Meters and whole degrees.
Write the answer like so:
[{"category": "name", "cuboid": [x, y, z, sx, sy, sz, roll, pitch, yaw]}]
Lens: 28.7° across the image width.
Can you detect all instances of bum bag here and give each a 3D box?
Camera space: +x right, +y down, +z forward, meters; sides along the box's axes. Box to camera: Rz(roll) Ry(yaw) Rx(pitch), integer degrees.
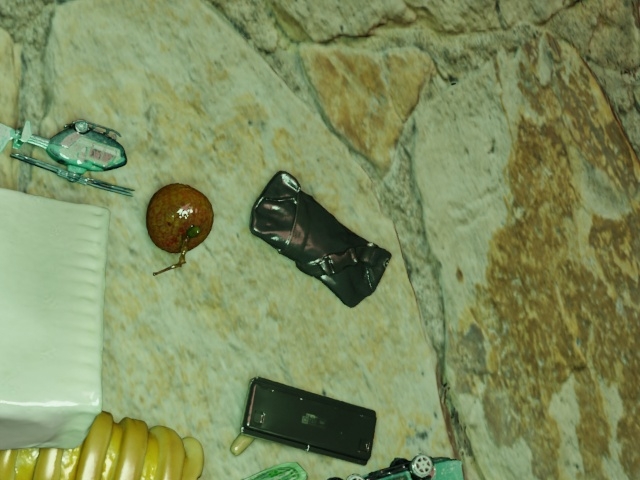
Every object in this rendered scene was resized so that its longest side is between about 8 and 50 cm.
[{"category": "bum bag", "cuboid": [0.000, 0.000, 1.983, 0.248, 0.060, 0.123, 34, 64, -13]}]

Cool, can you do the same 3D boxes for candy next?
[{"category": "candy", "cuboid": [-0.397, 0.104, 1.663, 0.208, 0.145, 0.358, 9, 50, -19]}]

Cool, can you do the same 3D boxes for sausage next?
[{"category": "sausage", "cuboid": [-0.090, 0.274, 1.885, 0.024, 0.024, 0.132, 47, 63, -5]}]

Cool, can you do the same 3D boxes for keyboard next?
[{"category": "keyboard", "cuboid": [-0.016, 0.278, 1.900, 0.230, 0.025, 0.093, 20, 71, -27]}]

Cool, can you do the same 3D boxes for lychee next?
[{"category": "lychee", "cuboid": [-0.211, -0.021, 1.872, 0.114, 0.101, 0.140, -27, 72, 3]}]

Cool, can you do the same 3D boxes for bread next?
[{"category": "bread", "cuboid": [-0.317, 0.314, 1.719, 0.311, 0.121, 0.173, 18, 69, -16]}]

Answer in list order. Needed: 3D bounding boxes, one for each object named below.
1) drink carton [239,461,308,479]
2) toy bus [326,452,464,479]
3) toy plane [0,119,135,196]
[{"category": "drink carton", "cuboid": [-0.064, 0.417, 1.794, 0.144, 0.146, 0.142, -25, 97, -11]}, {"category": "toy bus", "cuboid": [0.097, 0.390, 1.903, 0.262, 0.091, 0.109, -11, 87, -25]}, {"category": "toy plane", "cuboid": [-0.379, -0.135, 1.858, 0.235, 0.060, 0.096, 17, 83, -24]}]
